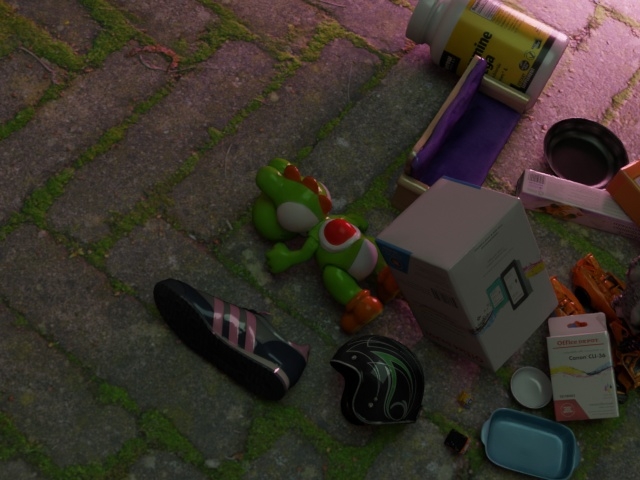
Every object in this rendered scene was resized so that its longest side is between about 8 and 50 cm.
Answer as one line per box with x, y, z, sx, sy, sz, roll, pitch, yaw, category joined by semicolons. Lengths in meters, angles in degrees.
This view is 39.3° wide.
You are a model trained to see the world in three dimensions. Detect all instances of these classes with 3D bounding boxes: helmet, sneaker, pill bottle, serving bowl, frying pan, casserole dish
0.103;0.251;1.621;0.170;0.169;0.161;0;78;-9;helmet
-0.164;0.163;1.676;0.319;0.112;0.131;38;46;9;sneaker
0.370;-0.448;2.025;0.334;0.188;0.188;29;62;8;pill bottle
0.401;0.286;1.720;0.083;0.027;0.083;3;61;-6;serving bowl
0.649;-0.188;2.002;0.326;0.053;0.197;-1;62;-11;frying pan
0.384;0.382;1.661;0.189;0.037;0.114;16;60;0;casserole dish

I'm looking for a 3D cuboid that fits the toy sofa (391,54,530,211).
0.304;-0.204;1.890;0.150;0.177;0.362;30;61;9;toy sofa

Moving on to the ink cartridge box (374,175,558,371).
0.272;0.060;1.644;0.197;0.270;0.198;-42;37;-19;ink cartridge box

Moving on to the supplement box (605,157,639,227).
0.702;-0.056;1.850;0.080;0.078;0.233;-26;70;-23;supplement box

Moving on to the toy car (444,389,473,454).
0.273;0.341;1.658;0.041;0.060;0.122;36;65;-25;toy car

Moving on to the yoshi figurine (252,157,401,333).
-0.003;0.005;1.765;0.203;0.203;0.362;-41;87;16;yoshi figurine

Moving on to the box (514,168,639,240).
0.578;-0.072;1.921;0.324;0.063;0.067;15;62;0;box

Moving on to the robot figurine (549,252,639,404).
0.568;0.177;1.771;0.211;0.085;0.291;-29;69;-20;robot figurine

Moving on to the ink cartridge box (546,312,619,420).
0.490;0.236;1.686;0.115;0.067;0.198;-9;78;18;ink cartridge box

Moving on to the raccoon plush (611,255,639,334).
0.764;0.109;1.708;0.299;0.216;0.446;35;38;30;raccoon plush
